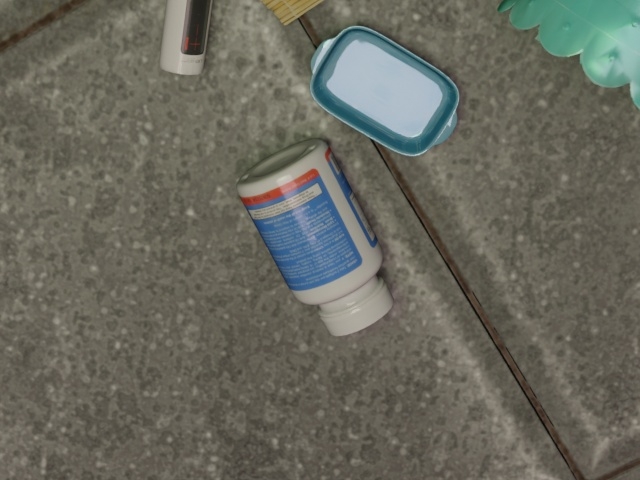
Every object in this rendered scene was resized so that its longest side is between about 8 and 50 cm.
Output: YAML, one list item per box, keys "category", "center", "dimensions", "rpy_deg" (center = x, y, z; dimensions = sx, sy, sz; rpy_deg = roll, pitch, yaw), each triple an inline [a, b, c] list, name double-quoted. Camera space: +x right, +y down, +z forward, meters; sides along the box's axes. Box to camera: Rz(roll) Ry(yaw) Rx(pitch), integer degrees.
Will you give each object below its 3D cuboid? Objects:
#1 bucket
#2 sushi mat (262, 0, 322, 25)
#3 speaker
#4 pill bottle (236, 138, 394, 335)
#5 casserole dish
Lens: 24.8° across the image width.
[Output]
- category: "bucket"
  center: [0.353, -0.254, 1.573]
  dimensions: [0.281, 0.281, 0.183]
  rpy_deg: [29, 106, -7]
- category: "sushi mat"
  center: [0.014, -0.359, 1.599]
  dimensions: [0.316, 0.019, 0.151]
  rpy_deg: [-25, 111, 44]
- category: "speaker"
  center: [-0.156, -0.264, 1.705]
  dimensions: [0.055, 0.055, 0.136]
  rpy_deg: [10, 109, 0]
- category: "pill bottle"
  center: [0.000, 0.000, 1.751]
  dimensions: [0.124, 0.124, 0.221]
  rpy_deg: [-24, 105, 11]
- category: "casserole dish"
  center: [0.076, -0.180, 1.729]
  dimensions: [0.188, 0.037, 0.114]
  rpy_deg: [30, 108, -8]
